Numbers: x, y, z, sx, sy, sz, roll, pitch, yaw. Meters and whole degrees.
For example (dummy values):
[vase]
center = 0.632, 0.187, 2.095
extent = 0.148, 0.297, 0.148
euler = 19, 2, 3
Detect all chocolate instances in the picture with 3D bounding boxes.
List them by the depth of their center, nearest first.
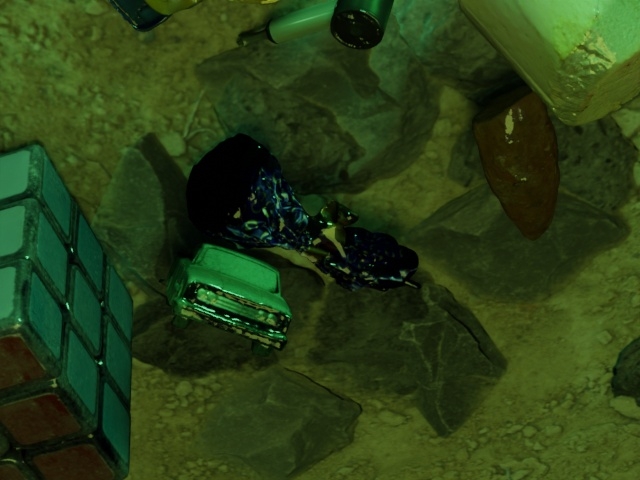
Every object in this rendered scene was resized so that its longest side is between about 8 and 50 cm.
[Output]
[chocolate]
center = 0.003, -0.001, 1.669
extent = 0.343, 0.126, 0.148
euler = 30, 142, -33

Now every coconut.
[coconut]
center = 0.255, -0.265, 1.375
extent = 0.239, 0.244, 0.239
euler = -34, 164, -11

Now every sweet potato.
[sweet potato]
center = 0.241, -0.091, 1.643
extent = 0.097, 0.097, 0.252
euler = -14, 139, 7

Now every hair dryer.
[hair dryer]
center = -0.010, -0.242, 1.474
extent = 0.197, 0.100, 0.057
euler = -11, 134, 31

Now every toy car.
[toy car]
center = -0.112, 0.059, 1.606
extent = 0.141, 0.320, 0.097
euler = 21, 91, -9

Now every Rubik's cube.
[Rubik's cube]
center = -0.411, 0.117, 1.612
extent = 0.304, 0.301, 0.305
euler = -14, 135, 8

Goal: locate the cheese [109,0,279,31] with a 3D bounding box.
[cheese]
center = -0.104, -0.298, 1.403
extent = 0.270, 0.069, 0.177
euler = -25, 131, 21
